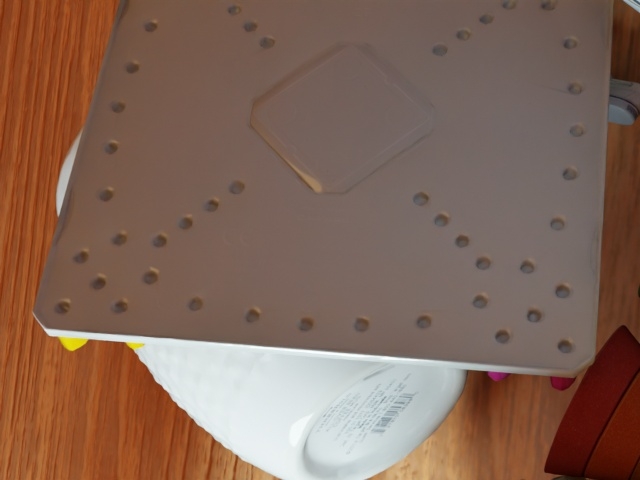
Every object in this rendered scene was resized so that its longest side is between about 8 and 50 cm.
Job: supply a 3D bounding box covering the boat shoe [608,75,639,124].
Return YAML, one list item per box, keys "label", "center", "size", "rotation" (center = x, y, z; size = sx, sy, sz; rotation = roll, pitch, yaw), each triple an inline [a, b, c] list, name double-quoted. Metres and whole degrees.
- label: "boat shoe"
  center: [0.217, -0.118, 1.086]
  size: [0.035, 0.035, 0.100]
  rotation: [-54, 34, -11]

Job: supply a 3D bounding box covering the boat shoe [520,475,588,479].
- label: "boat shoe"
  center: [0.177, 0.232, 1.002]
  size: [0.342, 0.123, 0.123]
  rotation: [3, 74, 49]

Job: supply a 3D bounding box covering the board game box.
- label: "board game box"
  center: [0.017, -0.081, 1.041]
  size: [0.390, 0.050, 0.390]
  rotation: [4, 59, 10]

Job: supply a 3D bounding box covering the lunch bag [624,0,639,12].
- label: "lunch bag"
  center: [0.211, -0.261, 0.791]
  size: [0.239, 0.328, 0.385]
  rotation: [-48, 21, 25]

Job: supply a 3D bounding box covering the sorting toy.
- label: "sorting toy"
  center: [0.287, 0.032, 0.937]
  size: [0.126, 0.127, 0.365]
  rotation: [30, 105, 19]

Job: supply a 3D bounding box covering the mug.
- label: "mug"
  center: [0.000, 0.000, 1.159]
  size: [0.374, 0.276, 0.328]
  rotation: [-45, 55, 11]
